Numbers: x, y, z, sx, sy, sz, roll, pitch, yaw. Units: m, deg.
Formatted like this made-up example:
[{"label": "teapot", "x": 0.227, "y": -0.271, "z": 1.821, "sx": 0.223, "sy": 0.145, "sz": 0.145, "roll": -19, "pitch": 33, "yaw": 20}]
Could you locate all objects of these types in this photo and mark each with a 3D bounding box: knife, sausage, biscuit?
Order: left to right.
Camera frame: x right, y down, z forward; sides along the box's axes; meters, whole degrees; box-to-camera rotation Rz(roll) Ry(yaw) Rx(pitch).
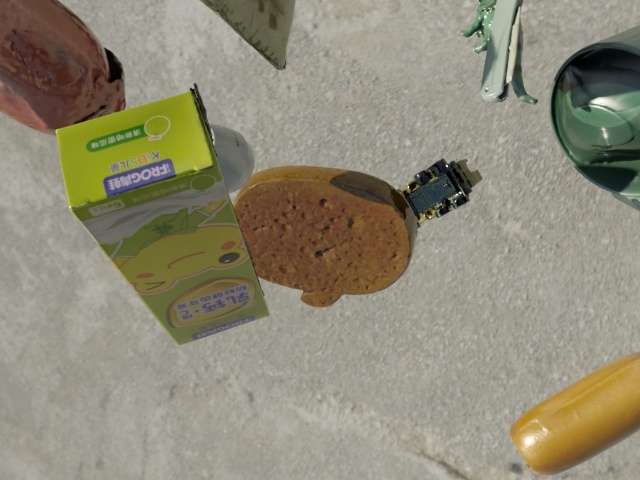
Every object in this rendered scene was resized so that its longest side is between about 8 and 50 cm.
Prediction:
[{"label": "sausage", "x": -0.354, "y": -0.224, "z": 0.785, "sx": 0.152, "sy": 0.152, "sz": 0.279, "roll": -21, "pitch": 141, "yaw": 35}, {"label": "biscuit", "x": 0.002, "y": -0.005, "z": 1.441, "sx": 0.394, "sy": 0.070, "sz": 0.350, "roll": 10, "pitch": 128, "yaw": 9}, {"label": "knife", "x": 0.235, "y": -0.252, "z": 0.872, "sx": 0.044, "sy": 0.023, "sz": 0.162, "roll": -2, "pitch": 72, "yaw": 52}, {"label": "sausage", "x": 0.427, "y": 0.229, "z": 0.985, "sx": 0.328, "sy": 0.112, "sz": 0.112, "roll": -39, "pitch": 92, "yaw": 17}]

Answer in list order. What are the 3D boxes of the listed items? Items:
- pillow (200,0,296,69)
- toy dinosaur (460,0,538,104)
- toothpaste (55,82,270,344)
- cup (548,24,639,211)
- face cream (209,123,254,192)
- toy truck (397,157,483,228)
[{"label": "pillow", "x": -0.109, "y": -0.397, "z": 1.030, "sx": 0.075, "sy": 0.302, "sz": 0.185, "roll": 5, "pitch": 84, "yaw": 22}, {"label": "toy dinosaur", "x": 0.343, "y": -0.384, "z": 1.330, "sx": 0.120, "sy": 0.079, "sz": 0.292, "roll": -17, "pitch": 64, "yaw": 40}, {"label": "toothpaste", "x": -0.124, "y": 0.000, "z": 0.621, "sx": 0.327, "sy": 0.110, "sz": 0.077, "roll": 84, "pitch": 166, "yaw": -64}, {"label": "cup", "x": 0.699, "y": -0.268, "z": 1.398, "sx": 0.310, "sy": 0.392, "sz": 0.401, "roll": 41, "pitch": 150, "yaw": 38}, {"label": "face cream", "x": -0.181, "y": -0.142, "z": 1.185, "sx": 0.117, "sy": 0.104, "sz": 0.117, "roll": -12, "pitch": 70, "yaw": 35}, {"label": "toy truck", "x": 0.289, "y": -0.120, "z": 1.765, "sx": 0.257, "sy": 0.127, "sz": 0.127, "roll": -33, "pitch": 87, "yaw": 48}]
